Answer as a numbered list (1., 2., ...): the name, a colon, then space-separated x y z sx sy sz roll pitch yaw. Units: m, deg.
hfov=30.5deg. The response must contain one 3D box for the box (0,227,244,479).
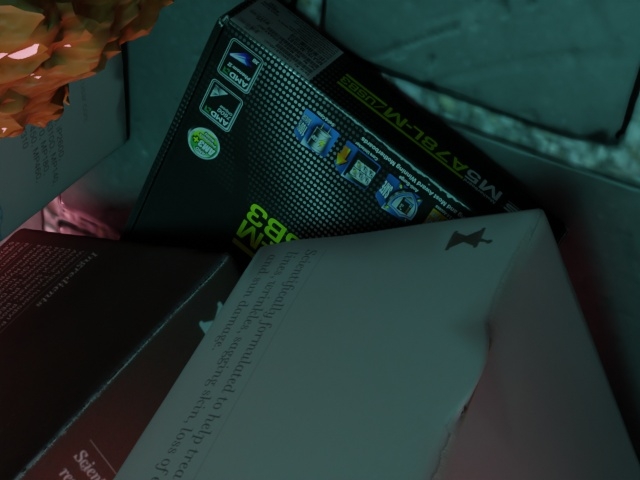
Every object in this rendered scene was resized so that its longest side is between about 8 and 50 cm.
1. box: -0.124 0.111 0.637 0.203 0.167 0.168 5 134 46

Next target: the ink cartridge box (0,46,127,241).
1. ink cartridge box: -0.270 -0.058 0.563 0.226 0.306 0.131 21 130 21

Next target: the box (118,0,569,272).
1. box: 0.000 0.000 0.603 0.190 0.045 0.184 39 132 5

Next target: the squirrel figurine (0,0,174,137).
1. squirrel figurine: -0.168 -0.241 0.383 0.397 0.370 0.281 34 140 -31

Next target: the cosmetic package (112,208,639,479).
1. cosmetic package: 0.070 0.202 0.543 0.156 0.217 0.385 -9 120 32
